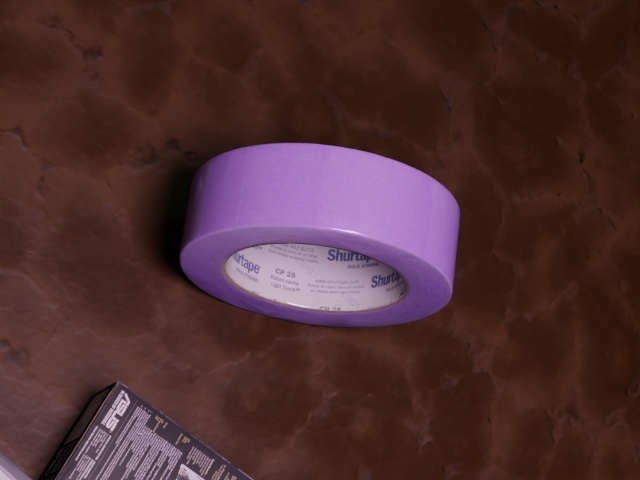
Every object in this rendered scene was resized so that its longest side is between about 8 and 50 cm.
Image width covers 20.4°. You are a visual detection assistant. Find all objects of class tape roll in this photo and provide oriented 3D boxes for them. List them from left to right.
[{"bbox_3d":[0.000,0.000,1.790,0.275,0.275,0.090,17,67,-23],"label":"tape roll"}]

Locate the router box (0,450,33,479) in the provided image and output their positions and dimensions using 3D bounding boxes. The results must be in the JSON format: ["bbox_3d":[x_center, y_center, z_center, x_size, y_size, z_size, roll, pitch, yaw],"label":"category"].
[{"bbox_3d":[-0.320,0.347,1.524,0.335,0.082,0.301,44,85,-5],"label":"router box"}]

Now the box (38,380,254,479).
[{"bbox_3d":[-0.185,0.327,1.695,0.242,0.076,0.307,37,60,-13],"label":"box"}]
